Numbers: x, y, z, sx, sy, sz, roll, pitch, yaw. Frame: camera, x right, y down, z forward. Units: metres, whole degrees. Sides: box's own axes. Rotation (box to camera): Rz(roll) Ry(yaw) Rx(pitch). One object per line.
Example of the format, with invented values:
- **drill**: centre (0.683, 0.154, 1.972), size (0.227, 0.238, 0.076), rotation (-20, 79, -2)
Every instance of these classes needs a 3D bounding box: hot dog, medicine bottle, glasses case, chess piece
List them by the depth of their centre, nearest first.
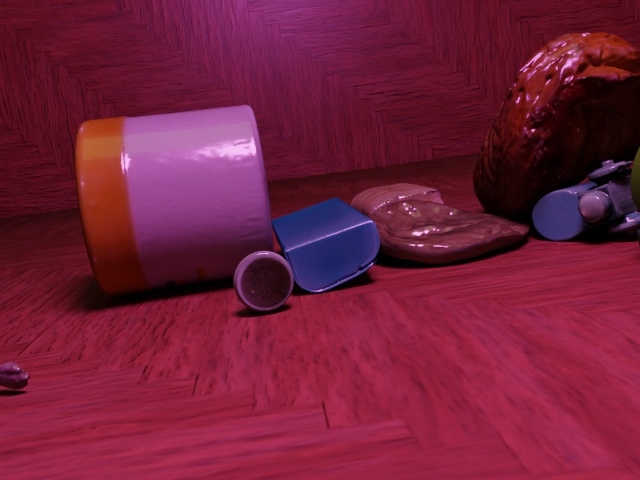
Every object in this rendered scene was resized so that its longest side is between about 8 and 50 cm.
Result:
- **chess piece**: centre (-0.069, 0.046, 0.835), size (0.067, 0.067, 0.103), rotation (-9, 1, -11)
- **medicine bottle**: centre (-0.190, -0.054, 0.983), size (0.231, 0.238, 0.238), rotation (-7, 9, -8)
- **glasses case**: centre (0.002, 0.000, 0.995), size (0.117, 0.070, 0.301), rotation (-20, 9, -3)
- **hot dog**: centre (0.350, -0.151, 1.071), size (0.267, 0.174, 0.387), rotation (-32, -14, -3)

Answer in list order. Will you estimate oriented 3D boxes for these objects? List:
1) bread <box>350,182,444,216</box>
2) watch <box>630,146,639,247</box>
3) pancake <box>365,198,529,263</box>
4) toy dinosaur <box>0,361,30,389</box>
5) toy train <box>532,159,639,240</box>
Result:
- **bread**: centre (0.138, -0.068, 1.332), size (0.139, 0.060, 0.178), rotation (-10, 10, -10)
- **watch**: centre (0.419, -0.058, 0.791), size (0.165, 0.152, 0.131), rotation (-13, 8, -20)
- **pancake**: centre (0.172, -0.010, 1.012), size (0.241, 0.050, 0.242), rotation (-1, 17, 0)
- **toy dinosaur**: centre (-0.356, 0.123, 0.576), size (0.251, 0.072, 0.200), rotation (8, 26, 25)
- **toy train**: centre (0.406, -0.056, 1.001), size (0.248, 0.101, 0.159), rotation (-14, -4, -37)
